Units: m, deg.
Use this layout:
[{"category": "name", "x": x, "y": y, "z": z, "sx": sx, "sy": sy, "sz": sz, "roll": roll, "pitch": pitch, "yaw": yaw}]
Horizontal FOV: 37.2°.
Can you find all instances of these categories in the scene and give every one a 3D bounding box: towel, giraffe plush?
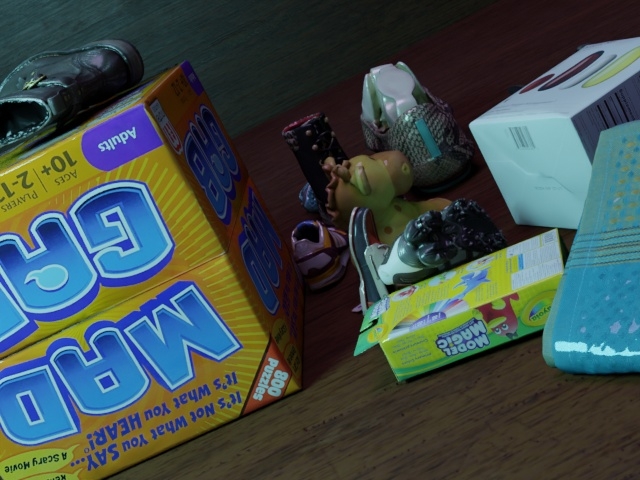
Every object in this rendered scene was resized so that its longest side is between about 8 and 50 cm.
[{"category": "towel", "x": 0.365, "y": -0.014, "z": 0.743, "sx": 0.370, "sy": 0.040, "sz": 0.271, "roll": -8, "pitch": 49, "yaw": 46}, {"category": "giraffe plush", "x": 0.076, "y": -0.038, "z": 1.196, "sx": 0.181, "sy": 0.170, "sz": 0.210, "roll": -10, "pitch": 24, "yaw": 46}]

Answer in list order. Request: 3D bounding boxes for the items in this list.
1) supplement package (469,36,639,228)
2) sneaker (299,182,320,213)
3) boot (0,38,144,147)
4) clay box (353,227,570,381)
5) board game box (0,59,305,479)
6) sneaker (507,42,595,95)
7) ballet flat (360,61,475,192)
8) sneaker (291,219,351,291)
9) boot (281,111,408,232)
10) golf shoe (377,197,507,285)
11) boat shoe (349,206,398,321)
[{"category": "supplement package", "x": 0.327, "y": -0.126, "z": 1.103, "sx": 0.203, "sy": 0.149, "sz": 0.194, "roll": -34, "pitch": 17, "yaw": -18}, {"category": "sneaker", "x": -0.007, "y": -0.077, "z": 1.686, "sx": 0.076, "sy": 0.065, "sz": 0.166, "roll": -38, "pitch": 7, "yaw": 25}, {"category": "boot", "x": -0.358, "y": -0.165, "z": 1.144, "sx": 0.263, "sy": 0.091, "sz": 0.229, "roll": -15, "pitch": 20, "yaw": 31}, {"category": "clay box", "x": 0.147, "y": 0.069, "z": 0.960, "sx": 0.222, "sy": 0.053, "sz": 0.127, "roll": -24, "pitch": 14, "yaw": 18}, {"category": "board game box", "x": -0.256, "y": 0.034, "z": 1.171, "sx": 0.357, "sy": 0.356, "sz": 0.356, "roll": -25, "pitch": 16, "yaw": 7}, {"category": "sneaker", "x": 0.370, "y": -0.241, "z": 1.507, "sx": 0.130, "sy": 0.087, "sz": 0.227, "roll": -4, "pitch": 32, "yaw": 40}, {"category": "ballet flat", "x": 0.146, "y": -0.218, "z": 1.626, "sx": 0.164, "sy": 0.182, "sz": 0.483, "roll": -28, "pitch": 16, "yaw": 3}, {"category": "sneaker", "x": 0.000, "y": 0.000, "z": 1.359, "sx": 0.070, "sy": 0.083, "sz": 0.185, "roll": -25, "pitch": 16, "yaw": 10}, {"category": "boot", "x": 0.030, "y": -0.108, "z": 1.473, "sx": 0.085, "sy": 0.178, "sz": 0.236, "roll": -33, "pitch": 16, "yaw": -19}, {"category": "golf shoe", "x": 0.136, "y": 0.007, "z": 1.083, "sx": 0.198, "sy": 0.077, "sz": 0.094, "roll": -6, "pitch": -30, "yaw": -50}, {"category": "boat shoe", "x": 0.065, "y": 0.027, "z": 1.089, "sx": 0.043, "sy": 0.137, "sz": 0.049, "roll": -9, "pitch": 1, "yaw": 31}]
